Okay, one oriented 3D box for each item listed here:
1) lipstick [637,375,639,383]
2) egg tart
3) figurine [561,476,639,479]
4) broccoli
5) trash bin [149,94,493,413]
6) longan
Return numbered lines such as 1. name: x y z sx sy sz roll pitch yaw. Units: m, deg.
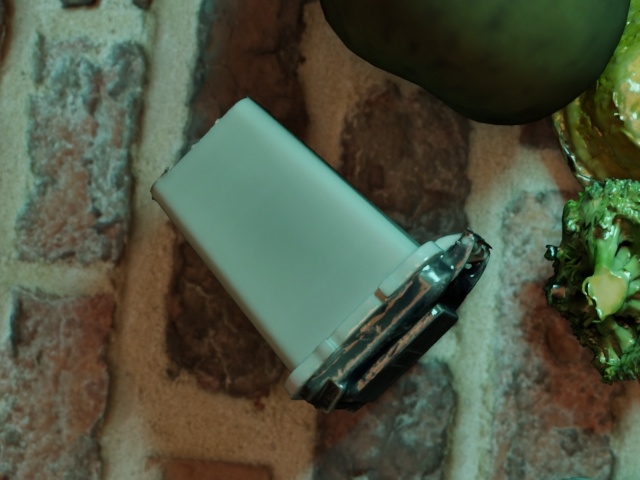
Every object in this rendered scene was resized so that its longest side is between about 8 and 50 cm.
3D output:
1. lipstick: 0.408 0.162 1.905 0.019 0.019 0.094 -20 86 7
2. egg tart: 0.452 -0.176 1.850 0.341 0.132 0.341 0 89 9
3. figurine: 0.469 0.351 1.792 0.381 0.224 0.205 16 88 8
4. broccoli: 0.368 0.054 1.832 0.198 0.176 0.226 21 79 29
5. trash bin: 0.000 0.000 1.864 0.296 0.256 0.368 -45 76 6
6. longan: 0.180 -0.332 1.786 0.404 0.336 0.404 18 131 22
